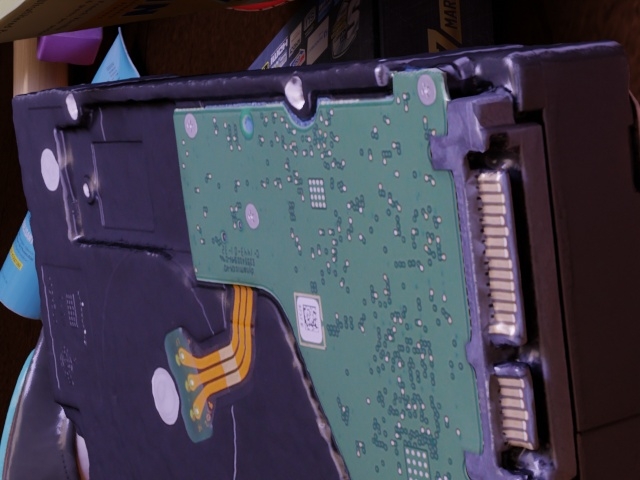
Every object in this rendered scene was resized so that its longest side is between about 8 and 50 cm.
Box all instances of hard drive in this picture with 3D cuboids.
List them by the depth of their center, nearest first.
[{"bbox_3d":[-0.007,0.055,0.628,0.339,0.064,0.236,3,103,60],"label":"hard drive"}]

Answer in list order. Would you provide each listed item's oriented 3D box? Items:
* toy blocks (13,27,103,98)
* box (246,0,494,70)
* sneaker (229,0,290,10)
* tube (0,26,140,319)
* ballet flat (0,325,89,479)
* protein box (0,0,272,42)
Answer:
[{"bbox_3d":[-0.271,-0.267,1.246,0.309,0.289,0.260,134,138,-59],"label":"toy blocks"},{"bbox_3d":[0.000,0.000,0.772,0.233,0.059,0.183,138,135,-57],"label":"box"},{"bbox_3d":[-0.003,-0.218,0.831,0.270,0.090,0.145,128,143,-57],"label":"sneaker"},{"bbox_3d":[-0.166,-0.041,1.228,0.207,0.052,0.080,-63,34,25],"label":"tube"},{"bbox_3d":[-0.107,0.055,0.964,0.096,0.095,0.280,1,76,33],"label":"ballet flat"},{"bbox_3d":[-0.065,-0.201,0.690,0.136,0.201,0.199,-29,83,39],"label":"protein box"}]
